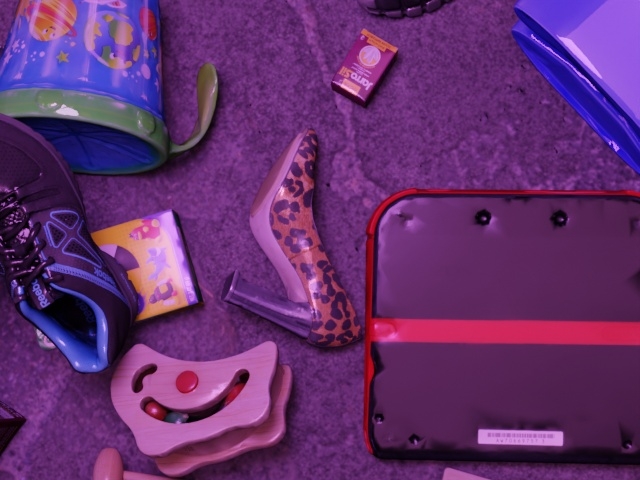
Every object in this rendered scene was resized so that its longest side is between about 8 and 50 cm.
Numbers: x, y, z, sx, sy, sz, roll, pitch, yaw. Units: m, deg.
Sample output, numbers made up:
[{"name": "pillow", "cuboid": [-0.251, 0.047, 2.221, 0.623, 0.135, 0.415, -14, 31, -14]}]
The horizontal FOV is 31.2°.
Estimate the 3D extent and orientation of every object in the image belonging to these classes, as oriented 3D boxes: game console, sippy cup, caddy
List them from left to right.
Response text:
[{"name": "sippy cup", "cuboid": [-0.293, -0.220, 1.420, 0.240, 0.305, 0.224, -3, 75, 27]}, {"name": "game console", "cuboid": [0.248, 0.104, 1.433, 0.386, 0.060, 0.342, 0, 88, 4]}, {"name": "caddy", "cuboid": [0.385, -0.227, 1.371, 0.179, 0.241, 0.341, -42, 82, 4]}]

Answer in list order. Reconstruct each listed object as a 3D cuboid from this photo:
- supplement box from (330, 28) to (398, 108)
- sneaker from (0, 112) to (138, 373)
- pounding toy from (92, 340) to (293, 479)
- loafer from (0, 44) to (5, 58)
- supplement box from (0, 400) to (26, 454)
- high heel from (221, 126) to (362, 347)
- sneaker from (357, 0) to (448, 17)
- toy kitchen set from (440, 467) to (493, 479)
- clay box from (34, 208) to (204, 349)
[{"name": "supplement box", "cuboid": [0.057, -0.223, 1.487, 0.055, 0.043, 0.083, 31, 86, 6]}, {"name": "sneaker", "cuboid": [-0.319, 0.001, 1.308, 0.125, 0.139, 0.341, -29, 114, 11]}, {"name": "pounding toy", "cuboid": [-0.159, 0.216, 1.425, 0.269, 0.155, 0.154, -19, 55, 5]}, {"name": "loafer", "cuboid": [-0.466, -0.222, 1.502, 0.223, 0.078, 0.076, 0, 82, 3]}, {"name": "supplement box", "cuboid": [-0.449, 0.248, 1.358, 0.073, 0.239, 0.130, 33, 85, 8]}, {"name": "high heel", "cuboid": [0.000, 0.000, 1.460, 0.186, 0.093, 0.261, 26, 71, -16]}, {"name": "sneaker", "cuboid": [0.163, -0.378, 1.490, 0.267, 0.101, 0.106, -24, 61, 0]}, {"name": "toy kitchen set", "cuboid": [0.175, 0.417, 1.388, 0.122, 0.166, 0.207, 16, 47, 5]}, {"name": "clay box", "cuboid": [-0.274, 0.053, 1.467, 0.222, 0.053, 0.127, -17, 83, 1]}]
